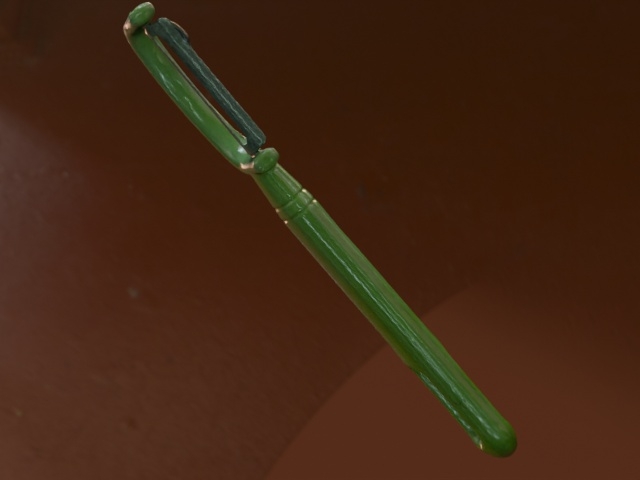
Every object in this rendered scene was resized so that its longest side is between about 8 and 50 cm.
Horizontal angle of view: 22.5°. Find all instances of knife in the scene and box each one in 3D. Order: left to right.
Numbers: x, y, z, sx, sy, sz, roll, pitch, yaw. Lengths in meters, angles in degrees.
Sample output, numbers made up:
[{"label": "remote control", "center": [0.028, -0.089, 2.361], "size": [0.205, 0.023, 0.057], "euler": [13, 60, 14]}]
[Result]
[{"label": "knife", "center": [-0.001, 0.001, 0.587], "size": [0.015, 0.054, 0.212], "euler": [-43, 99, -13]}]
